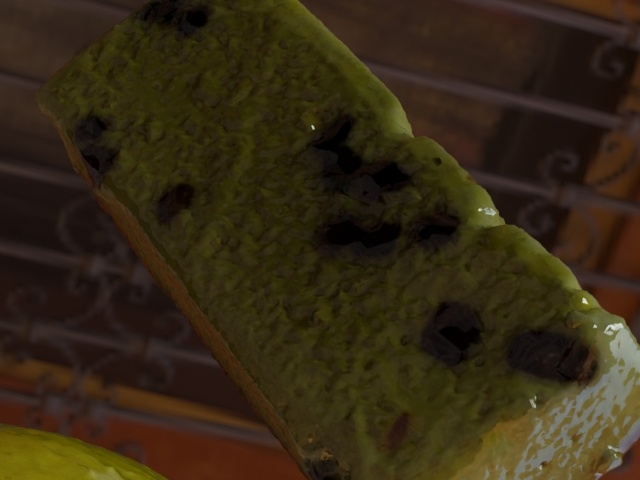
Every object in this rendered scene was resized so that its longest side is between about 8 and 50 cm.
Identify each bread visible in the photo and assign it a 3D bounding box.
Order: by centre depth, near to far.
[{"bbox_3d":[0.000,0.000,0.882,0.361,0.138,0.077,48,-8,45],"label":"bread"}]

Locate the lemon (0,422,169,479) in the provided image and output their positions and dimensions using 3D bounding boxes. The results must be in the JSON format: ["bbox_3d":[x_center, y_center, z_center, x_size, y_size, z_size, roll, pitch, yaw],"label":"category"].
[{"bbox_3d":[-0.106,0.159,0.514,0.263,0.236,0.236,-35,144,-68],"label":"lemon"}]
